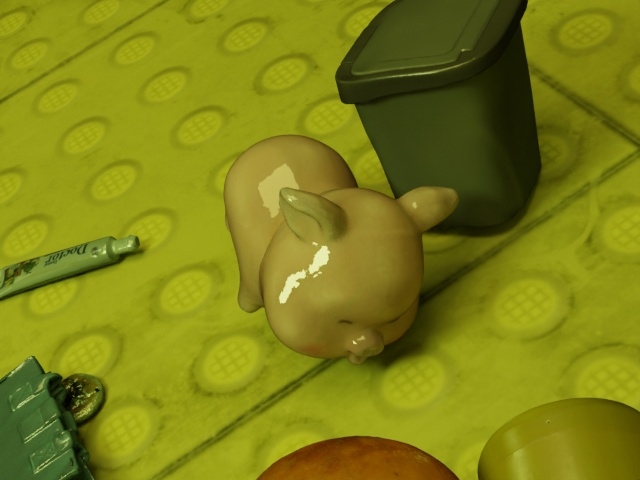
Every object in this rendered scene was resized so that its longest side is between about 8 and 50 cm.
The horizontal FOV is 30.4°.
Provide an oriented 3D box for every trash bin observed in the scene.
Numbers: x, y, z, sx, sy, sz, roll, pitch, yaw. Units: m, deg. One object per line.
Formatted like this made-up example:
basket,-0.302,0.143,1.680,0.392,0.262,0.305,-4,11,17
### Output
trash bin,0.162,-0.163,1.457,0.219,0.250,0.220,3,42,31

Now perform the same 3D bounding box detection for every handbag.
handbag,-0.370,0.260,1.445,0.179,0.062,0.229,-37,42,-3

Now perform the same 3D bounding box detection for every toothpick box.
toothpick box,0.243,0.289,1.024,0.175,0.175,0.271,-17,45,11

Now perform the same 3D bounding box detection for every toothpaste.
toothpaste,-0.377,0.036,1.715,0.255,0.037,0.067,-16,42,18

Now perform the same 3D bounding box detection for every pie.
pie,-0.317,0.204,1.518,0.084,0.021,0.084,-15,43,14

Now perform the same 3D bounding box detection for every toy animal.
toy animal,0.000,0.000,1.410,0.237,0.269,0.326,-1,57,-33

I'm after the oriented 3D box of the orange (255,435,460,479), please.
orange,0.026,0.316,1.050,0.284,0.226,0.284,-30,45,36
